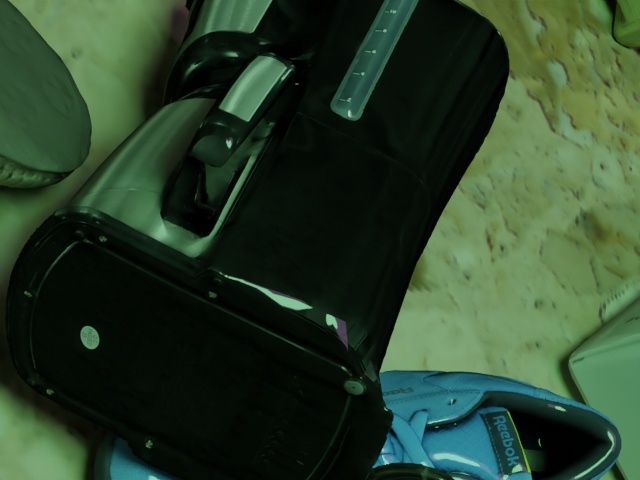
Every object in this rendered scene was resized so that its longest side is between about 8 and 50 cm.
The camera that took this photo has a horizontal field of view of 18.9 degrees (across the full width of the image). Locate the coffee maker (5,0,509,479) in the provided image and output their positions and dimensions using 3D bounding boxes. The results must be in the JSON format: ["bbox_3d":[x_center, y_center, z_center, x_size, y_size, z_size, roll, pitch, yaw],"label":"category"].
[{"bbox_3d":[0.000,0.000,0.671,0.171,0.120,0.178,43,44,-15],"label":"coffee maker"}]

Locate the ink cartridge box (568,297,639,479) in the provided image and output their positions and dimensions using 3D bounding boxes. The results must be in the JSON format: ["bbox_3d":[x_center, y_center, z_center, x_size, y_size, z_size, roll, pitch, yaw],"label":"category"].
[{"bbox_3d":[0.332,0.074,0.895,0.385,0.160,0.279,-33,97,-40],"label":"ink cartridge box"}]

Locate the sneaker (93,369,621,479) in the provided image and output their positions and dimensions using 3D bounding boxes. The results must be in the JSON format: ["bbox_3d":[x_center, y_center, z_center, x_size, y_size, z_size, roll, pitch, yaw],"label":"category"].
[{"bbox_3d":[0.020,0.076,0.702,0.209,0.082,0.069,3,76,-36],"label":"sneaker"}]

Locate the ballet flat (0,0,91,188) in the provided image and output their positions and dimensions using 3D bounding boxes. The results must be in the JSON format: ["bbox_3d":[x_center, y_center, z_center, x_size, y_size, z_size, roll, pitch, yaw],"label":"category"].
[{"bbox_3d":[-0.183,-0.076,0.615,0.250,0.058,0.084,25,39,-36],"label":"ballet flat"}]

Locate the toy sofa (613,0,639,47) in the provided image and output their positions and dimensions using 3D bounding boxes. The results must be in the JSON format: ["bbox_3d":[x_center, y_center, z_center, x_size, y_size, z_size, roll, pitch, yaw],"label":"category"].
[{"bbox_3d":[0.072,-0.245,0.804,0.362,0.150,0.177,26,62,-29],"label":"toy sofa"}]
